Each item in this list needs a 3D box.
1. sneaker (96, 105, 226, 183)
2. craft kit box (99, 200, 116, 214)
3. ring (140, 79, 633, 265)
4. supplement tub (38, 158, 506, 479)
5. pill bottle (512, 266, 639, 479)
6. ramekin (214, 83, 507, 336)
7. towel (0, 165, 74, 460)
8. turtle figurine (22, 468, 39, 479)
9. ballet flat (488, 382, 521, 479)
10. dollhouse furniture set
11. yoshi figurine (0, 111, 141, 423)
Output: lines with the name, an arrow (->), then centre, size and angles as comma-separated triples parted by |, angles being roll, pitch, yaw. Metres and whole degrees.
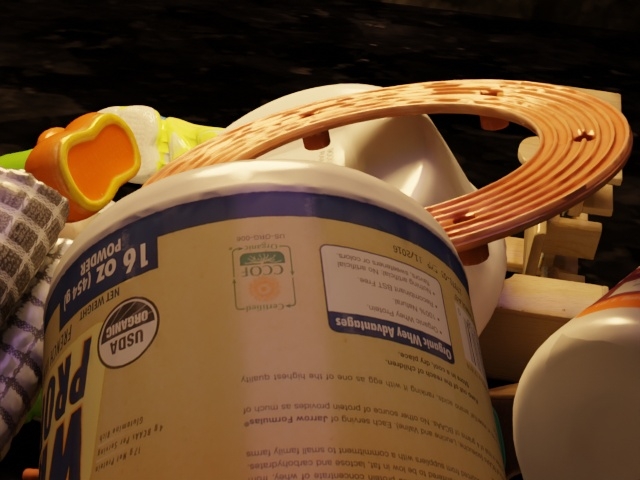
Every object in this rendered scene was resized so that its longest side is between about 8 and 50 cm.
sneaker -> -0.159, -0.101, 1.553 | 0.240, 0.091, 0.126 | 16, 5, 23
craft kit box -> -0.244, 0.029, 1.209 | 0.246, 0.061, 0.250 | 22, 26, 40
ring -> 0.040, -0.043, 0.876 | 0.336, 0.032, 0.336 | -10, 21, 4
supplement tub -> -0.021, 0.145, 0.616 | 0.228, 0.228, 0.316 | 2, 52, -12
pill bottle -> 0.336, 0.081, 0.945 | 0.224, 0.224, 0.392 | 23, 37, 35
ramekin -> 0.000, 0.000, 1.060 | 0.277, 0.135, 0.277 | -17, 43, 16
towel -> -0.295, 0.064, 0.719 | 0.283, 0.121, 0.235 | 1, 48, 24
turtle figurine -> -0.208, 0.201, 0.733 | 0.217, 0.087, 0.269 | 1, 36, 12
ballet flat -> 0.129, 0.153, 1.013 | 0.232, 0.080, 0.073 | -5, -3, -34
dollhouse furniture set -> 0.176, 0.005, 1.198 | 0.161, 0.212, 0.242 | 8, 46, 4
yoshi figurine -> -0.287, 0.040, 0.966 | 0.362, 0.204, 0.203 | -16, -14, 27
